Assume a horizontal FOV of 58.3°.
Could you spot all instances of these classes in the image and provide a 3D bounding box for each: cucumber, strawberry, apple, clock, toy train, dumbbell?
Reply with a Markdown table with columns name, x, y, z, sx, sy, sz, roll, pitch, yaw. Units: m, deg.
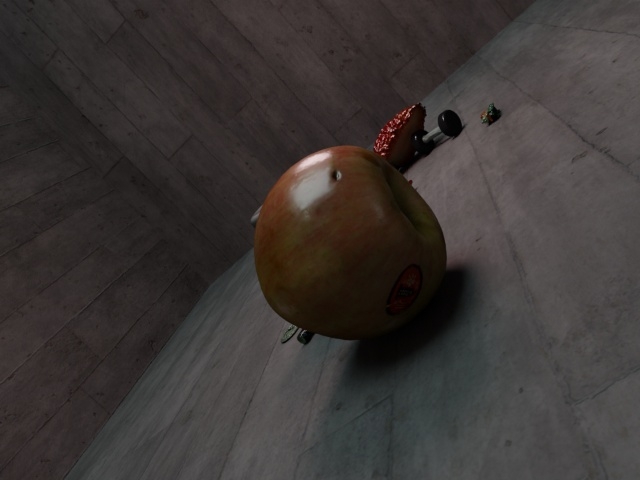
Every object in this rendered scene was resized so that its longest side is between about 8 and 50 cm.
| name | x | y | z | sx | sy | sz | roll | pitch | yaw |
| --- | --- | --- | --- | --- | --- | --- | --- | --- | --- |
| cucumber | -0.019 | 0.224 | 1.558 | 0.032 | 0.032 | 0.133 | -32 | 15 | 48 |
| strawberry | 0.316 | -0.431 | 2.314 | 0.233 | 0.137 | 0.306 | -11 | -50 | -51 |
| apple | 0.053 | 0.015 | 1.149 | 0.346 | 0.391 | 0.391 | -36 | 12 | 28 |
| clock | -0.091 | 0.273 | 1.702 | 0.074 | 0.010 | 0.083 | -38 | 12 | 28 |
| toy train | 0.561 | -0.418 | 1.907 | 0.064 | 0.044 | 0.103 | -42 | 7 | 28 |
| dumbbell | 0.439 | -0.411 | 2.187 | 0.191 | 0.100 | 0.100 | -31 | 16 | 50 |

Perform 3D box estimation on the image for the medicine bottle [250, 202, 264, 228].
| name | x | y | z | sx | sy | sz | roll | pitch | yaw |
| --- | --- | --- | --- | --- | --- | --- | --- | --- | --- |
| medicine bottle | 0.000 | 0.000 | 1.518 | 0.208 | 0.340 | 0.208 | -41 | 10 | 9 |

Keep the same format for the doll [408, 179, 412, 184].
| name | x | y | z | sx | sy | sz | roll | pitch | yaw |
| --- | --- | --- | --- | --- | --- | --- | --- | --- | --- |
| doll | 0.251 | -0.137 | 1.912 | 0.109 | 0.057 | 0.169 | -33 | 12 | 33 |
